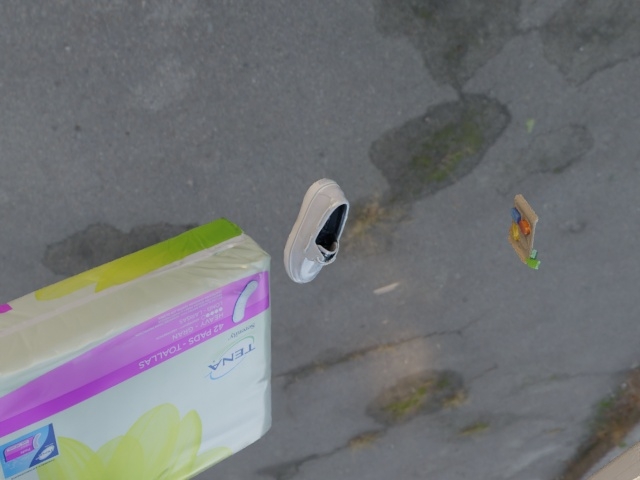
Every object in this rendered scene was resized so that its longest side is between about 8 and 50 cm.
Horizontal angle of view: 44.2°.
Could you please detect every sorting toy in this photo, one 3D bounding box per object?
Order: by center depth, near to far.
[{"bbox_3d":[0.228,-0.006,0.881,0.012,0.083,0.062,-4,125,-9],"label":"sorting toy"}]

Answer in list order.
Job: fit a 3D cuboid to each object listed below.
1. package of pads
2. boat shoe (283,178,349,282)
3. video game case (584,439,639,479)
[{"bbox_3d":[-0.176,0.136,0.703,0.297,0.101,0.229,-24,131,-34],"label":"package of pads"},{"bbox_3d":[0.000,0.000,1.127,0.066,0.063,0.184,-6,132,-37],"label":"boat shoe"},{"bbox_3d":[0.404,0.229,0.764,0.300,0.036,0.329,-38,132,3],"label":"video game case"}]
